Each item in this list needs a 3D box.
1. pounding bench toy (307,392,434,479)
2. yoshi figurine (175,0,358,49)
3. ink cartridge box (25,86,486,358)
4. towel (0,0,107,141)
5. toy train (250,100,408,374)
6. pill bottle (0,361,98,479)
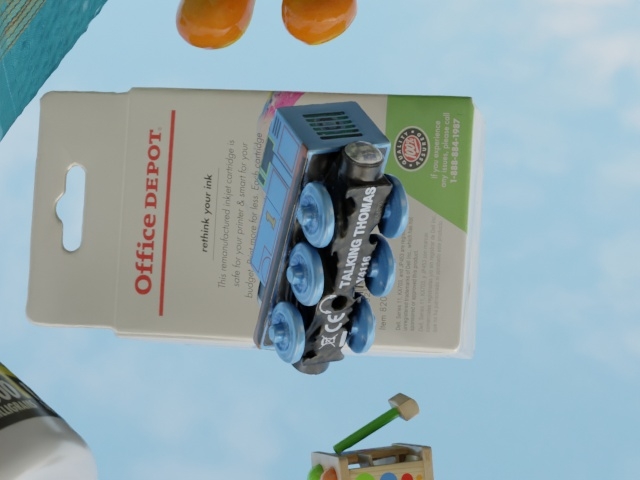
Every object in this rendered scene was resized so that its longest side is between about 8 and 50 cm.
[{"bbox_3d":[0.026,0.133,1.159,0.065,0.083,0.052,-4,179,-19],"label":"pounding bench toy"},{"bbox_3d":[-0.117,-0.264,1.438,0.203,0.362,0.203,-38,-136,-1],"label":"yoshi figurine"},{"bbox_3d":[-0.050,-0.015,1.608,0.353,0.207,0.119,3,176,10],"label":"ink cartridge box"},{"bbox_3d":[-0.106,-0.243,1.084,0.040,0.271,0.370,28,-115,9],"label":"towel"},{"bbox_3d":[0.000,0.000,1.312,0.080,0.184,0.105,-6,-140,-26],"label":"toy train"},{"bbox_3d":[-0.305,0.089,1.154,0.334,0.188,0.188,39,-133,19],"label":"pill bottle"}]
